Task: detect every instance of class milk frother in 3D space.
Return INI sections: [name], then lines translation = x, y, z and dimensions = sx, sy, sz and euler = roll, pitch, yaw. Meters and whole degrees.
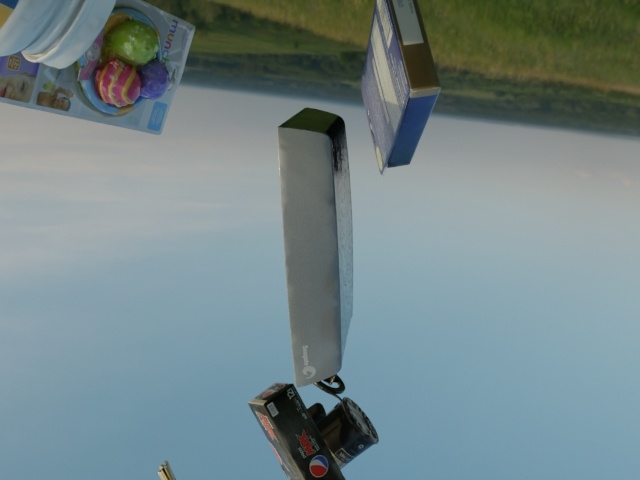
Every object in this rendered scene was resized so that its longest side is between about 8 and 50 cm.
[milk frother]
translation = -0.005, 0.287, 0.993
dimensions = 0.129, 0.135, 0.143
euler = 48, -172, -17

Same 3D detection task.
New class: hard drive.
[hard drive]
translation = 0.000, 0.000, 0.651
dimensions = 0.054, 0.254, 0.172
euler = 0, -163, 8

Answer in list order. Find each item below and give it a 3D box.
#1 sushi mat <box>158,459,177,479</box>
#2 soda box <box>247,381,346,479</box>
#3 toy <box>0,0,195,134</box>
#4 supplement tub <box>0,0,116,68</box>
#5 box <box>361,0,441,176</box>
[sushi mat]
translation = -0.165, 0.476, 0.959
dimensions = 0.019, 0.316, 0.151
euler = -28, 171, -18
[soda box]
translation = -0.030, 0.279, 0.872
dimensions = 0.053, 0.168, 0.060
euler = -30, -175, -30
[toy]
translation = -0.205, -0.180, 0.647
dimensions = 0.056, 0.136, 0.237
euler = 27, -168, 26
[supplement tub]
translation = -0.240, -0.206, 0.402
dimensions = 0.200, 0.144, 0.144
euler = 19, 180, -45
[box]
translation = 0.083, -0.174, 0.720
dimensions = 0.037, 0.136, 0.225
euler = -10, 165, -6
